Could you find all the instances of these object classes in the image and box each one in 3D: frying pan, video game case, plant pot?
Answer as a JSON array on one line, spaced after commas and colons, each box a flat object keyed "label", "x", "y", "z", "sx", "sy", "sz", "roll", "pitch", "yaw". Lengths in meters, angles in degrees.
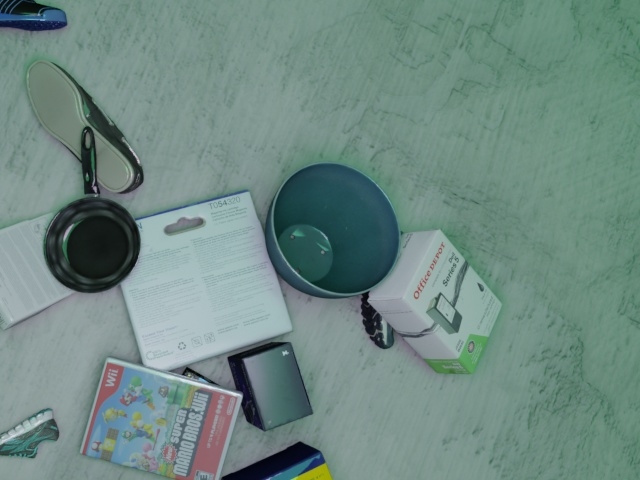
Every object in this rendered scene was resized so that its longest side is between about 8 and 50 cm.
[{"label": "frying pan", "x": -0.490, "y": -0.047, "z": 1.534, "sx": 0.197, "sy": 0.053, "sz": 0.326, "roll": -26, "pitch": 83, "yaw": -4}, {"label": "video game case", "x": -0.319, "y": 0.368, "z": 1.515, "sx": 0.285, "sy": 0.025, "sz": 0.204, "roll": 16, "pitch": 91, "yaw": -3}, {"label": "plant pot", "x": 0.000, "y": 0.000, "z": 1.617, "sx": 0.290, "sy": 0.195, "sz": 0.290, "roll": 8, "pitch": 70, "yaw": -22}]

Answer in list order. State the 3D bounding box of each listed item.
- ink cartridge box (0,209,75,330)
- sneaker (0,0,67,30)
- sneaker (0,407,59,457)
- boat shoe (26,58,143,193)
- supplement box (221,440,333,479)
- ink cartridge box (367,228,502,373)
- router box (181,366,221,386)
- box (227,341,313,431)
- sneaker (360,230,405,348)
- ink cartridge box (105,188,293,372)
[{"label": "ink cartridge box", "x": -0.585, "y": 0.054, "z": 1.518, "sx": 0.224, "sy": 0.056, "sz": 0.181, "roll": -32, "pitch": 93, "yaw": -53}, {"label": "sneaker", "x": -0.660, "y": -0.501, "z": 1.592, "sx": 0.232, "sy": 0.081, "sz": 0.090, "roll": -1, "pitch": 89, "yaw": -14}, {"label": "sneaker", "x": -0.594, "y": 0.404, "z": 1.481, "sx": 0.166, "sy": 0.065, "sz": 0.076, "roll": -29, "pitch": 94, "yaw": -15}, {"label": "boat shoe", "x": -0.500, "y": -0.236, "z": 1.600, "sx": 0.112, "sy": 0.095, "sz": 0.335, "roll": -38, "pitch": 88, "yaw": 9}, {"label": "supplement box", "x": -0.041, "y": 0.622, "z": 1.523, "sx": 0.194, "sy": 0.195, "sz": 0.357, "roll": -20, "pitch": 86, "yaw": -17}, {"label": "ink cartridge box", "x": 0.257, "y": 0.136, "z": 1.655, "sx": 0.273, "sy": 0.114, "sz": 0.198, "roll": 46, "pitch": 58, "yaw": -26}, {"label": "router box", "x": -0.268, "y": 0.374, "z": 1.562, "sx": 0.133, "sy": 0.046, "sz": 0.179, "roll": 31, "pitch": 87, "yaw": -9}, {"label": "box", "x": -0.108, "y": 0.296, "z": 1.548, "sx": 0.108, "sy": 0.207, "sz": 0.153, "roll": -17, "pitch": 86, "yaw": -16}, {"label": "sneaker", "x": 0.163, "y": 0.103, "z": 1.704, "sx": 0.122, "sy": 0.110, "sz": 0.283, "roll": 1, "pitch": 81, "yaw": -18}, {"label": "ink cartridge box", "x": -0.260, "y": 0.088, "z": 1.614, "sx": 0.324, "sy": 0.071, "sz": 0.330, "roll": -15, "pitch": 83, "yaw": -16}]
